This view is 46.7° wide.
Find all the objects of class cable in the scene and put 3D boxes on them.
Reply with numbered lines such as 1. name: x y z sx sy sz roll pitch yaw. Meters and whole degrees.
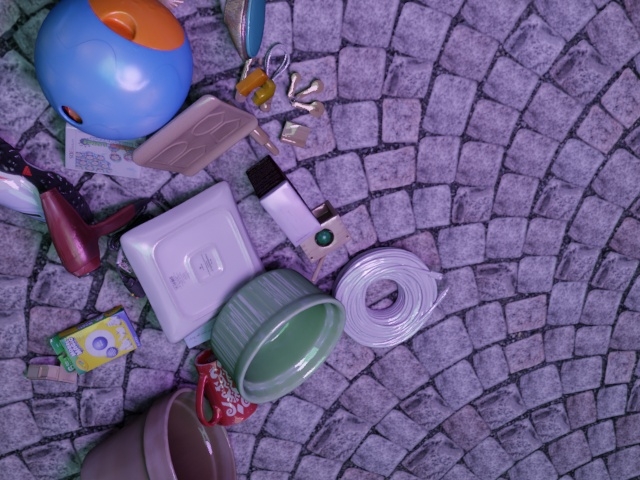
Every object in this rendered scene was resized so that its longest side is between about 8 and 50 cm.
1. cable: 0.154 0.135 1.809 0.257 0.089 0.257 30 102 -20

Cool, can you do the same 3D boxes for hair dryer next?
1. hair dryer: -0.467 -0.020 1.560 0.080 0.223 0.294 -14 146 38

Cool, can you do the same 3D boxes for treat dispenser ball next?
1. treat dispenser ball: -0.387 -0.334 1.400 0.288 0.288 0.288 -4 111 -11

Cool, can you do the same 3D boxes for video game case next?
1. video game case: -0.450 -0.185 1.544 0.157 0.019 0.143 7 147 -15

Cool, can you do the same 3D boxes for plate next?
1. plate: -0.259 0.050 1.620 0.278 0.045 0.277 -32 115 -26

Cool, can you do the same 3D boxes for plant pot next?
1. plant pot: -0.393 0.543 1.749 0.281 0.323 0.323 -22 115 14

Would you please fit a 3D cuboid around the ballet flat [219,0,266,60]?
1. ballet flat: -0.156 -0.542 1.479 0.123 0.123 0.348 6 109 -15

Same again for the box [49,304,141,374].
1. box: -0.518 0.234 1.706 0.179 0.043 0.105 -25 114 -11

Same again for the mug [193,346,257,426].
1. mug: -0.235 0.353 1.776 0.113 0.150 0.169 -14 110 14

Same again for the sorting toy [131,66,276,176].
1. sorting toy: -0.217 -0.241 1.510 0.307 0.229 0.041 -35 77 13

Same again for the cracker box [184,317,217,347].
1. cracker box: -0.284 0.115 1.713 0.156 0.067 0.232 -24 112 -3

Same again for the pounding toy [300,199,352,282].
1. pounding toy: 0.000 0.000 1.693 0.130 0.141 0.100 -31 114 0

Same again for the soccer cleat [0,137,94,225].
1. soccer cleat: -0.623 -0.102 1.550 0.116 0.108 0.318 -30 126 31

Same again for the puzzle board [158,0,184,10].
1. puzzle board: -0.349 -0.515 1.492 0.096 0.011 0.128 -30 113 1

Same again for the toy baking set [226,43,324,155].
1. toy baking set: -0.105 -0.314 1.615 0.256 0.030 0.196 40 95 -23

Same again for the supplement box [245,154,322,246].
1. supplement box: -0.083 -0.090 1.587 0.073 0.239 0.130 -37 114 1

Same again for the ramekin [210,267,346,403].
1. ramekin: -0.102 0.208 1.680 0.303 0.148 0.303 -32 146 -25

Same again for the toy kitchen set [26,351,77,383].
1. toy kitchen set: -0.623 0.295 1.731 0.083 0.075 0.068 28 62 -53
